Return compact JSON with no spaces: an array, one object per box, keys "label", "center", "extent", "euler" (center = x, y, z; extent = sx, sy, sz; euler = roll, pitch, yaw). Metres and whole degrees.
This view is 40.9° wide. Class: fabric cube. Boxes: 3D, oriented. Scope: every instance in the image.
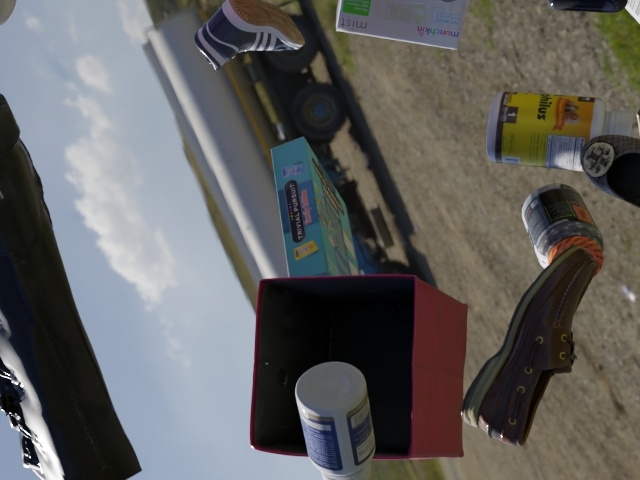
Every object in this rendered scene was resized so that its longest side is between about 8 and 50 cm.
[{"label":"fabric cube","center":[0.067,0.200,1.313],"extent":[0.258,0.254,0.259],"euler":[28,-118,-62]}]

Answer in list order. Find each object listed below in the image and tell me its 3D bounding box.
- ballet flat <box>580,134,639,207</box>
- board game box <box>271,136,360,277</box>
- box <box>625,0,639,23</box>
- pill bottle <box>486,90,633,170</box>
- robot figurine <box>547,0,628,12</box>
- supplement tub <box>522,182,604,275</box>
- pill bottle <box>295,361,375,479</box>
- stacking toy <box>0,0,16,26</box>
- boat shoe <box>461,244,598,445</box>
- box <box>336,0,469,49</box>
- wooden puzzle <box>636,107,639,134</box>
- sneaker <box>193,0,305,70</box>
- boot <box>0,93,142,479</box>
[{"label":"ballet flat","center":[0.430,-0.062,1.082],"extent":[0.250,0.058,0.084],"euler":[40,121,33]},{"label":"board game box","center":[0.000,0.000,1.727],"extent":[0.253,0.079,0.336],"euler":[56,-161,-51]},{"label":"box","center":[0.648,-0.496,1.604],"extent":[0.181,0.119,0.182],"euler":[57,176,21]},{"label":"pill bottle","center":[0.379,-0.173,1.366],"extent":[0.117,0.215,0.117],"euler":[7,-90,-74]},{"label":"robot figurine","center":[0.350,-0.412,1.120],"extent":[0.174,0.278,0.209],"euler":[-12,-74,-61]},{"label":"supplement tub","center":[0.436,-0.011,1.541],"extent":[0.190,0.117,0.117],"euler":[-89,-20,-58]},{"label":"pill bottle","center":[0.017,0.180,0.818],"extent":[0.067,0.067,0.120],"euler":[-110,9,-56]},{"label":"stacking toy","center":[-0.512,-0.413,1.041],"extent":[0.480,0.351,0.350],"euler":[50,172,28]},{"label":"boat shoe","center":[0.187,0.090,0.719],"extent":[0.060,0.178,0.064],"euler":[31,-178,33]},{"label":"box","center":[0.176,-0.537,1.762],"extent":[0.126,0.262,0.231],"euler":[-86,6,-56]},{"label":"wooden puzzle","center":[0.658,-0.249,1.725],"extent":[0.014,0.078,0.116],"euler":[18,154,41]},{"label":"sneaker","center":[-0.159,-0.438,1.865],"extent":[0.282,0.153,0.099],"euler":[-1,-122,-60]},{"label":"boot","center":[-0.357,0.037,0.988],"extent":[0.367,0.146,0.445],"euler":[42,151,56]}]
